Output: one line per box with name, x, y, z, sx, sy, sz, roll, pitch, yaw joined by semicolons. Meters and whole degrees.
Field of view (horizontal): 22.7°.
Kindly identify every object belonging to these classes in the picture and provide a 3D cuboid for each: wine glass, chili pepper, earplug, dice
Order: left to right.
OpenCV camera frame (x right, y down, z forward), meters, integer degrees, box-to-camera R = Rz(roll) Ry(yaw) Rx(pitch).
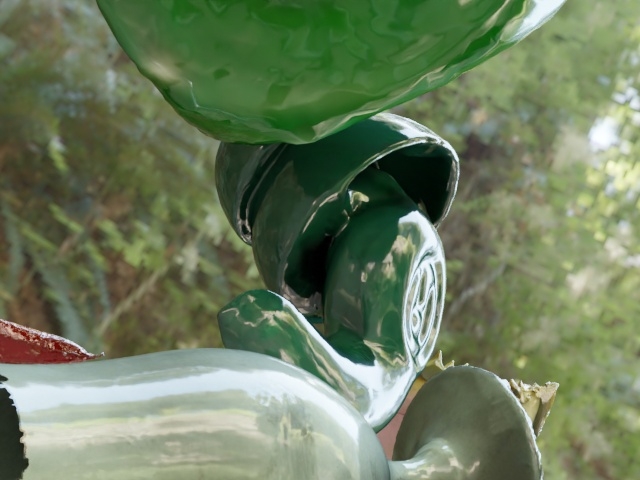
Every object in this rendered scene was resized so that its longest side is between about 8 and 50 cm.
chili pepper;-0.236;0.067;1.092;0.178;0.045;0.027;12;5;6
wine glass;-0.028;0.083;0.546;0.202;0.093;0.093;7;-12;-34
dice;-0.007;-0.251;0.990;0.287;0.300;0.297;-28;-67;12
earplug;-0.005;0.006;1.073;0.280;0.257;0.164;50;-35;34

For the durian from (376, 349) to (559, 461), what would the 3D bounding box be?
durian;0.051;0.206;1.425;0.196;0.305;0.185;25;20;-10
